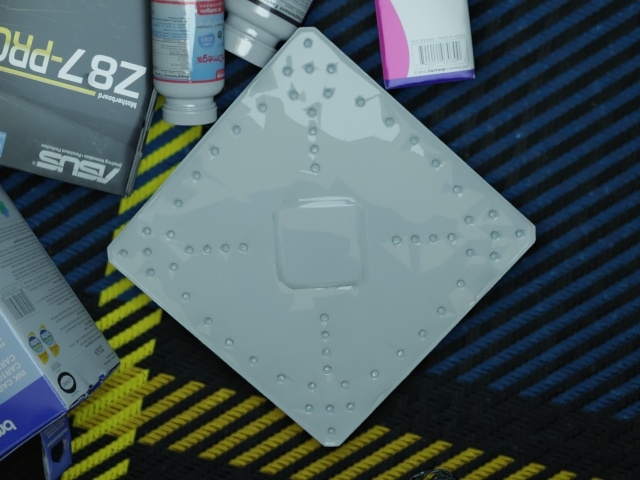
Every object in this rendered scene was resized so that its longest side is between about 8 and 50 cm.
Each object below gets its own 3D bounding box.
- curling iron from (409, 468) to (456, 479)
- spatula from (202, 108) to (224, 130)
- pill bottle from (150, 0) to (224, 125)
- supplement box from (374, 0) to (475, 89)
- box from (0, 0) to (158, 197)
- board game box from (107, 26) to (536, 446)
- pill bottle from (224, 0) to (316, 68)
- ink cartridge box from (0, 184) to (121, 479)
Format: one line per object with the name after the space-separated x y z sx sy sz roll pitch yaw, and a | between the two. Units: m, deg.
0.126 0.426 1.687 0.068 0.035 0.274 12 96 6 | curling iron
-0.060 -0.097 1.645 0.296 0.030 0.084 36 99 -1 | spatula
-0.158 -0.222 1.539 0.087 0.087 0.160 1 107 3 | pill bottle
0.121 -0.300 1.573 0.111 0.114 0.220 -6 97 5 | supplement box
-0.384 -0.255 1.570 0.395 0.097 0.318 15 98 -15 | box
0.000 0.000 1.617 0.390 0.050 0.390 41 100 -6 | board game box
-0.056 -0.313 1.584 0.108 0.108 0.193 28 97 0 | pill bottle
-0.399 0.105 1.566 0.151 0.270 0.395 -35 93 8 | ink cartridge box
